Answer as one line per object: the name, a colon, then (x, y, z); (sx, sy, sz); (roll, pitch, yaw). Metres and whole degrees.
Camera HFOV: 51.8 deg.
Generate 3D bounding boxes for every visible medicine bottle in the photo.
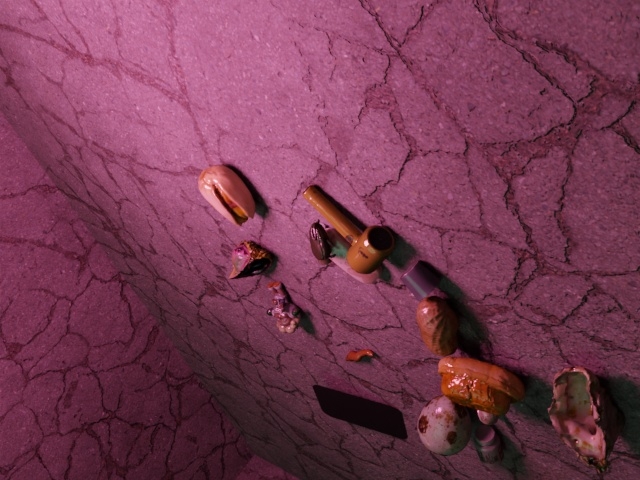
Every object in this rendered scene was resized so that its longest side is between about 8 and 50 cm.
medicine bottle: (0.531, 0.649, 2.084); (0.079, 0.079, 0.140); (14, 140, 40)

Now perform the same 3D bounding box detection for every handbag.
handbag: (0.000, 0.000, 1.758); (0.072, 0.047, 0.111); (1, 112, 58)

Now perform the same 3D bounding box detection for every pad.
pad: (0.170, 0.670, 2.597); (0.375, 0.063, 0.315); (12, 139, 26)

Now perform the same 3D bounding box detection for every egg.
egg: (0.390, 0.574, 2.062); (0.169, 0.169, 0.231); (25, 140, 27)

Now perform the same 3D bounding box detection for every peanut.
peanut: (0.318, 0.235, 1.765); (0.108, 0.095, 0.226); (9, 141, 27)

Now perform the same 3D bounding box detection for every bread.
bread: (0.431, 0.391, 1.786); (0.236, 0.120, 0.198); (10, 159, 31)

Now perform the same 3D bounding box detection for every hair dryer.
hair dryer: (0.064, -0.043, 1.716); (0.279, 0.090, 0.135); (45, 151, 6)

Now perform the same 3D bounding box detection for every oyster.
oyster: (0.656, 0.426, 1.615); (0.166, 0.110, 0.341); (-14, 117, 50)

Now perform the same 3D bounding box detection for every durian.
durian: (-0.228, 0.049, 2.186); (0.187, 0.119, 0.108); (-42, 58, 49)

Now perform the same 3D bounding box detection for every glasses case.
glasses case: (0.079, 0.042, 1.813); (0.204, 0.051, 0.081); (38, 130, -6)

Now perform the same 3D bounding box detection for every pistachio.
pistachio: (-0.271, -0.139, 1.948); (0.200, 0.117, 0.145); (45, -171, -22)

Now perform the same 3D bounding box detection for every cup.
cup: (0.254, 0.101, 1.695); (0.077, 0.078, 0.100); (46, -179, 2)

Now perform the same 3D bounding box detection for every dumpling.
dumpling: (0.499, 0.520, 1.971); (0.043, 0.059, 0.077); (13, 138, 56)

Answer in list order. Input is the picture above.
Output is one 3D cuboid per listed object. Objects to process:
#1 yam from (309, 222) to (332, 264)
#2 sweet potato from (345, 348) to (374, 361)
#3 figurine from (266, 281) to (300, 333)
yam: (0.005, 0.013, 1.880); (0.054, 0.054, 0.132); (20, 144, 32)
sweet potato: (0.126, 0.397, 2.263); (0.044, 0.044, 0.179); (45, 150, -7)
figurine: (-0.133, 0.239, 2.302); (0.147, 0.093, 0.197); (-4, 127, 39)
